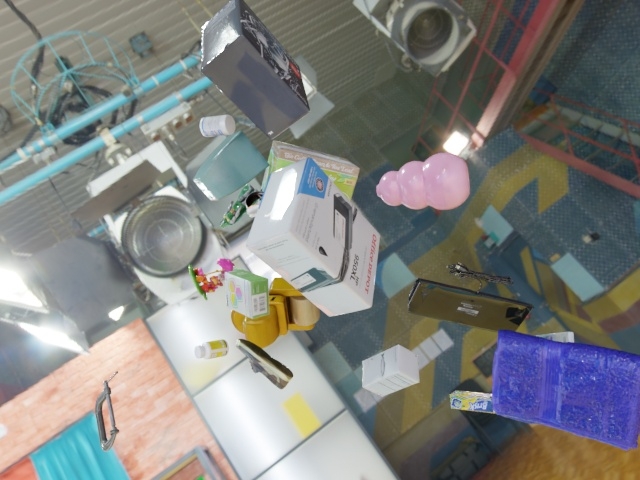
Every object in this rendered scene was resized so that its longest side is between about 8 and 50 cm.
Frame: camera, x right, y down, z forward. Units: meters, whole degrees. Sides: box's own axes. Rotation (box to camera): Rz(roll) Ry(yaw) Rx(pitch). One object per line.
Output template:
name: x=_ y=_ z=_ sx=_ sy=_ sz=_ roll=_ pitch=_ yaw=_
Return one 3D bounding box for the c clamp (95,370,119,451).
c clamp: x=-0.514 y=0.417 z=1.189 sx=0.022 sy=0.161 sz=0.137 roll=9 pitch=-39 yaw=-46

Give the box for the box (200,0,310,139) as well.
box: x=-0.218 y=-0.576 z=1.657 sx=0.178 sy=0.313 sz=0.343 roll=-31 pitch=-45 yaw=21

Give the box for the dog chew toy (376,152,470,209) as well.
dog chew toy: x=0.369 y=-0.203 z=1.802 sx=0.331 sy=0.207 sz=0.206 roll=-7 pitch=-9 yaw=20

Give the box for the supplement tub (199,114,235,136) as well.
supplement tub: x=-0.360 y=-0.400 z=1.728 sx=0.107 sy=0.071 sz=0.071 roll=1 pitch=-3 yaw=24

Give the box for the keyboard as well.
keyboard: x=0.396 y=0.145 z=1.278 sx=0.033 sy=0.317 sz=0.202 roll=-86 pitch=11 yaw=-52

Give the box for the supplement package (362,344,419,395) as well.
supplement package: x=0.242 y=0.453 z=1.715 sx=0.105 sy=0.105 sz=0.179 roll=32 pitch=-48 yaw=-26

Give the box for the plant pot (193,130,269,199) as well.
plant pot: x=-0.352 y=-0.267 z=1.860 sx=0.234 sy=0.165 sz=0.165 roll=-46 pitch=23 yaw=-17

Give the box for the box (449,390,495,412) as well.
box: x=0.565 y=0.590 z=1.810 sx=0.168 sy=0.054 sz=0.059 roll=-8 pitch=-3 yaw=38

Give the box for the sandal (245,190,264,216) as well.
sandal: x=-0.194 y=-0.125 z=1.598 sx=0.101 sy=0.076 sz=0.265 roll=-14 pitch=0 yaw=-4

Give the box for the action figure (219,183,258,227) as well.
action figure: x=-0.368 y=-0.146 z=2.207 sx=0.232 sy=0.137 sz=0.063 roll=-52 pitch=-40 yaw=-8

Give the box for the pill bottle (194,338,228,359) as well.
pill bottle: x=-0.405 y=0.406 z=1.835 sx=0.116 sy=0.065 sz=0.065 roll=1 pitch=-40 yaw=-44

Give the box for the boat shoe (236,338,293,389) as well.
boat shoe: x=-0.196 y=0.411 z=1.636 sx=0.073 sy=0.223 sz=0.080 roll=-59 pitch=-12 yaw=4

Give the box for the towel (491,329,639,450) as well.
towel: x=0.544 y=0.335 z=1.108 sx=0.076 sy=0.308 sz=0.228 roll=-29 pitch=-62 yaw=-54

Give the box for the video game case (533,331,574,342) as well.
video game case: x=0.587 y=0.314 z=1.244 sx=0.019 sy=0.157 sz=0.143 roll=7 pitch=-16 yaw=-11

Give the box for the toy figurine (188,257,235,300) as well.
toy figurine: x=-0.401 y=0.139 z=1.912 sx=0.159 sy=0.130 sz=0.173 roll=-23 pitch=-48 yaw=-7

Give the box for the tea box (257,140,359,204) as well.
tea box: x=-0.060 y=-0.199 z=1.993 sx=0.328 sy=0.220 sz=0.324 roll=10 pitch=-74 yaw=-16

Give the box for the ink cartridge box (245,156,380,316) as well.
ink cartridge box: x=0.000 y=0.000 z=1.456 sx=0.166 sy=0.286 sz=0.395 roll=-17 pitch=-45 yaw=34

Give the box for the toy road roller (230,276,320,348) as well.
toy road roller: x=-0.170 y=0.283 z=1.857 sx=0.329 sy=0.241 sz=0.203 roll=-2 pitch=-58 yaw=3

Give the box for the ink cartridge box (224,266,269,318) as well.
ink cartridge box: x=-0.232 y=0.149 z=1.458 sx=0.062 sy=0.209 sz=0.109 roll=-9 pitch=-77 yaw=-37
